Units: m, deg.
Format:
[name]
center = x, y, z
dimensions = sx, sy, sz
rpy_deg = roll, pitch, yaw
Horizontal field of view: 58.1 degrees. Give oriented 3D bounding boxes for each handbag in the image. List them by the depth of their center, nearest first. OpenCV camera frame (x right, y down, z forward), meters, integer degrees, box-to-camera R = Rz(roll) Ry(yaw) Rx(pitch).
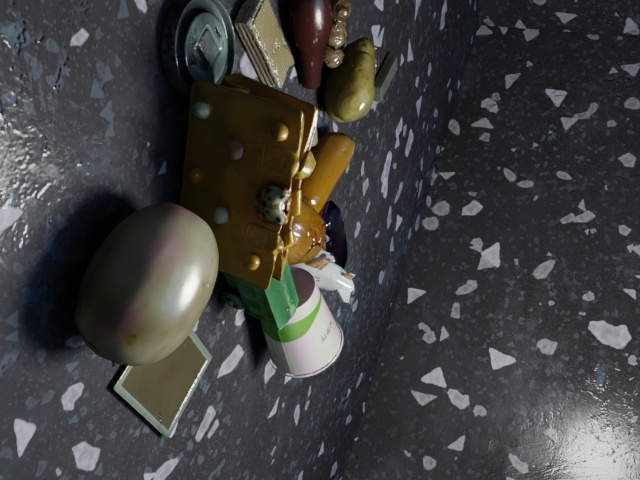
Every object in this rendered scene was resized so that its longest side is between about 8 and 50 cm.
[handbag]
center = -0.161, -0.121, 1.200
dimensions = 0.133, 0.283, 0.401
rpy_deg = -29, 138, -58

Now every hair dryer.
[hair dryer]
center = -0.007, -0.646, 1.625
dimensions = 0.312, 0.123, 0.340
rpy_deg = 88, 13, -58

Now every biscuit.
[biscuit]
center = -0.132, -0.484, 1.415
dimensions = 0.239, 0.062, 0.108
rpy_deg = 61, 46, -60

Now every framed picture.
[framed picture]
center = -0.363, 0.306, 1.357
dimensions = 0.296, 0.019, 0.232
rpy_deg = 74, 35, -50

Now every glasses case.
[glasses case]
center = 0.253, -0.647, 2.293
dimensions = 0.071, 0.047, 0.205
rpy_deg = 77, 32, -55

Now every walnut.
[walnut]
center = -0.085, -0.027, 1.614
dimensions = 0.298, 0.203, 0.203
rpy_deg = -1, 103, -60

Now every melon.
[melon]
center = -0.318, 0.082, 1.068
dimensions = 0.317, 0.223, 0.223
rpy_deg = -65, 156, -16

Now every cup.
[cup]
center = -0.075, 0.240, 1.751
dimensions = 0.253, 0.253, 0.274
rpy_deg = -59, 146, -38

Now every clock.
[clock]
center = -0.251, -0.397, 1.199
dimensions = 0.215, 0.042, 0.215
rpy_deg = 13, 90, -68

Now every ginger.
[ginger]
center = 0.042, -0.624, 1.732
dimensions = 0.104, 0.080, 0.204
rpy_deg = -112, -151, -57

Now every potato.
[potato]
center = 0.098, -0.508, 1.826
dimensions = 0.141, 0.191, 0.296
rpy_deg = 23, 72, -26

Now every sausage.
[sausage]
center = 0.008, -0.231, 1.806
dimensions = 0.116, 0.134, 0.354
rpy_deg = 79, 32, -53

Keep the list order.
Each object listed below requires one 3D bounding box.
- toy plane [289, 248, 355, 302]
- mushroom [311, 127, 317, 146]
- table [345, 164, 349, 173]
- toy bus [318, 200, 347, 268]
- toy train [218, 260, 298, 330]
[toy plane]
center = -0.007, 0.114, 1.838
dimensions = 0.245, 0.244, 0.117
rpy_deg = 76, 22, -49
[mushroom]
center = -0.103, -0.262, 1.411
dimensions = 0.207, 0.215, 0.207
rpy_deg = -23, 117, -58
[table]
center = 0.072, -0.292, 2.027
dimensions = 0.079, 0.062, 0.083
rpy_deg = 50, 57, -63
[toy bus]
center = 0.000, 0.000, 1.897
dimensions = 0.303, 0.147, 0.127
rpy_deg = 75, 27, -48
[toy train]
center = -0.172, 0.088, 1.459
dimensions = 0.120, 0.202, 0.301
rpy_deg = -56, 151, -32
